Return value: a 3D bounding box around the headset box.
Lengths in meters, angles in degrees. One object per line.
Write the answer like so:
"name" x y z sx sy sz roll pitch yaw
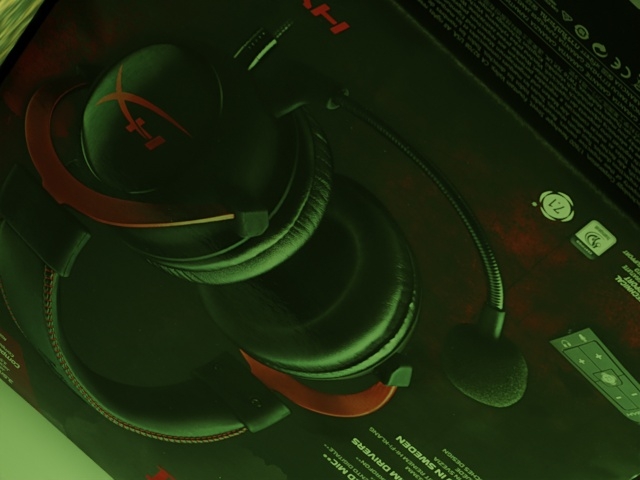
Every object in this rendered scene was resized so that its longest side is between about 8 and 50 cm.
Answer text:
"headset box" 0.000 0.000 0.593 0.293 0.218 0.110 -42 -174 49

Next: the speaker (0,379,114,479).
"speaker" -0.124 0.066 0.695 0.055 0.136 0.055 -48 -176 4
